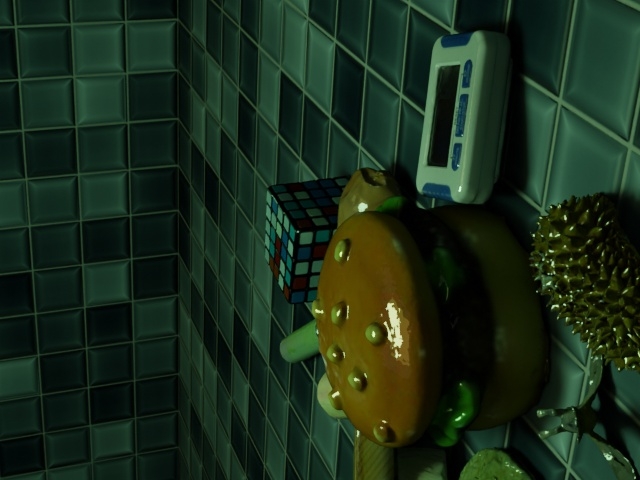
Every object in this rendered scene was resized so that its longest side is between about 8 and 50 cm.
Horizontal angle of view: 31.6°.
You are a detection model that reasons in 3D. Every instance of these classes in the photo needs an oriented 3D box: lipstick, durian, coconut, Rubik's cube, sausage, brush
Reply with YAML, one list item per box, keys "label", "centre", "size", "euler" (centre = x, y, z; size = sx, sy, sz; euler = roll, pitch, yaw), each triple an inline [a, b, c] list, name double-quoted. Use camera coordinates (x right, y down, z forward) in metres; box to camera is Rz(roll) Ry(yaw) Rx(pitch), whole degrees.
- label: "lipstick"
  centre: [-0.019, 0.224, 2.550]
  size: [0.304, 0.076, 0.076]
  euler: [139, 122, -68]
- label: "durian"
  centre: [0.343, 0.062, 1.403]
  size: [0.250, 0.138, 0.183]
  euler: [59, 141, 38]
- label: "coconut"
  centre: [0.055, 0.309, 2.310]
  size: [0.122, 0.116, 0.116]
  euler: [164, 98, -65]
- label: "Rubik's cube"
  centre: [0.000, 0.000, 2.257]
  size: [0.182, 0.184, 0.187]
  euler: [-123, 31, -51]
- label: "sausage"
  centre: [0.091, -0.018, 2.088]
  size: [0.136, 0.120, 0.241]
  euler: [-111, 23, -53]
- label: "brush"
  centre: [0.137, 0.391, 1.949]
  size: [0.174, 0.166, 0.267]
  euler: [-87, -5, -54]

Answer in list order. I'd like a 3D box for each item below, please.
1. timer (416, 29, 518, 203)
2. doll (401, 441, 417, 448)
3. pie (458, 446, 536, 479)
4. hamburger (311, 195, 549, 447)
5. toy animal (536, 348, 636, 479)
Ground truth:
- label: "timer"
  centre: [0.220, -0.184, 1.701]
  size: [0.178, 0.078, 0.253]
  euler: [-159, 75, -71]
- label: "doll"
  centre: [0.127, 0.375, 2.134]
  size: [0.186, 0.106, 0.134]
  euler: [112, 145, -53]
- label: "pie"
  centre: [0.287, 0.467, 1.777]
  size: [0.306, 0.071, 0.306]
  euler: [173, 90, -69]
- label: "hamburger"
  centre: [0.141, 0.123, 1.761]
  size: [0.395, 0.277, 0.396]
  euler: [174, 90, -69]
- label: "toy animal"
  centre: [0.338, 0.234, 1.519]
  size: [0.155, 0.095, 0.219]
  euler: [157, 106, -65]
